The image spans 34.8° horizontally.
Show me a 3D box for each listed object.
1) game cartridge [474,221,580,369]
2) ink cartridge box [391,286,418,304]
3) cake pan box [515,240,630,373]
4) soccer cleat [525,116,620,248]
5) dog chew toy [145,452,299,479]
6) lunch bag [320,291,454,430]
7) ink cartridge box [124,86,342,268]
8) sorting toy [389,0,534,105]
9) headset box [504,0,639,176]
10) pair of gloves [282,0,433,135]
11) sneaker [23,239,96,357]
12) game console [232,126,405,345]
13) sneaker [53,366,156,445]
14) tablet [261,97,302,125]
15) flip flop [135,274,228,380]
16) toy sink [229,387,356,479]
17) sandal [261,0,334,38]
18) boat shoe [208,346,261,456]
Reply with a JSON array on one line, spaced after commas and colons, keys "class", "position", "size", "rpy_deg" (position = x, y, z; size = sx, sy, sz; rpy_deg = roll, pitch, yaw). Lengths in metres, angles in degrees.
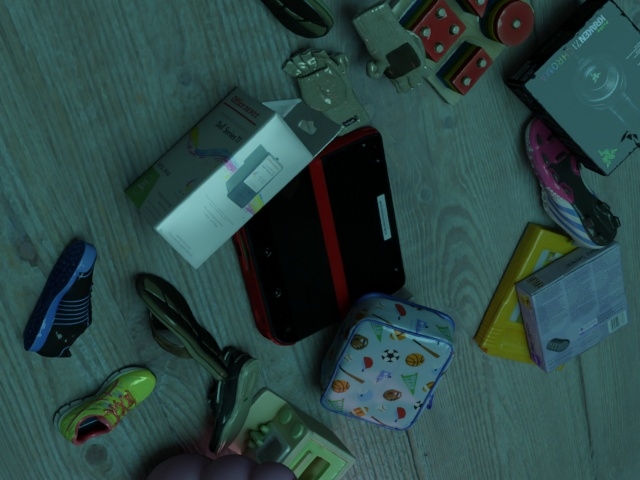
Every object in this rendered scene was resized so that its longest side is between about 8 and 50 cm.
[{"class": "game cartridge", "position": [0.530, 0.138, 2.385], "size": [0.285, 0.052, 0.324], "rpy_deg": [14, 104, -33]}, {"class": "ink cartridge box", "position": [0.178, 0.208, 2.213], "size": [0.115, 0.067, 0.198], "rpy_deg": [-34, 123, -10]}, {"class": "cake pan box", "position": [0.591, 0.144, 2.355], "size": [0.266, 0.070, 0.246], "rpy_deg": [-29, 127, -13]}, {"class": "soccer cleat", "position": [0.518, -0.115, 2.226], "size": [0.116, 0.143, 0.331], "rpy_deg": [-39, 103, -24]}, {"class": "dog chew toy", "position": [-0.187, 0.514, 2.009], "size": [0.331, 0.207, 0.207], "rpy_deg": [-11, 126, 20]}, {"class": "lunch bag", "position": [0.140, 0.258, 2.113], "size": [0.243, 0.115, 0.303], "rpy_deg": [16, 127, -10]}, {"class": "ink cartridge box", "position": [-0.154, -0.139, 1.774], "size": [0.353, 0.207, 0.119], "rpy_deg": [-44, 122, -4]}, {"class": "sorting toy", "position": [0.281, -0.423, 1.954], "size": [0.255, 0.089, 0.257], "rpy_deg": [-49, 126, 0]}, {"class": "headset box", "position": [0.567, -0.304, 2.069], "size": [0.246, 0.131, 0.283], "rpy_deg": [-45, 103, 5]}, {"class": "pair of gloves", "position": [0.074, -0.318, 1.879], "size": [0.240, 0.042, 0.204], "rpy_deg": [-33, 131, 19]}, {"class": "sneaker", "position": [-0.442, 0.107, 1.817], "size": [0.090, 0.081, 0.232], "rpy_deg": [20, 109, -37]}, {"class": "game console", "position": [0.000, 0.000, 2.030], "size": [0.342, 0.060, 0.387], "rpy_deg": [-26, 124, -22]}, {"class": "sneaker", "position": [-0.396, 0.321, 1.931], "size": [0.208, 0.094, 0.081], "rpy_deg": [-34, 123, -13]}, {"class": "tablet", "position": [-0.073, -0.235, 1.899], "size": [0.083, 0.006, 0.054], "rpy_deg": [-9, 117, -25]}, {"class": "flip flop", "position": [-0.270, 0.177, 1.935], "size": [0.080, 0.112, 0.277], "rpy_deg": [-27, 128, 10]}, {"class": "toy sink", "position": [-0.065, 0.444, 2.150], "size": [0.153, 0.131, 0.234], "rpy_deg": [-49, 126, 0]}, {"class": "sandal", "position": [-0.080, -0.468, 1.735], "size": [0.303, 0.120, 0.086], "rpy_deg": [45, 60, -38]}, {"class": "boat shoe", "position": [-0.187, 0.328, 2.070], "size": [0.084, 0.079, 0.233], "rpy_deg": [-21, 131, -61]}]
